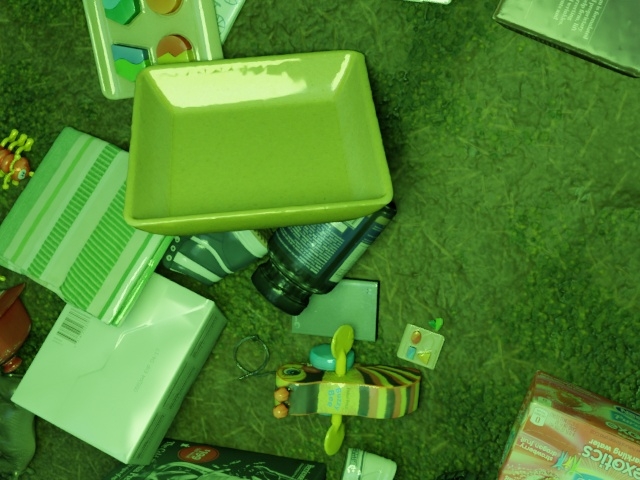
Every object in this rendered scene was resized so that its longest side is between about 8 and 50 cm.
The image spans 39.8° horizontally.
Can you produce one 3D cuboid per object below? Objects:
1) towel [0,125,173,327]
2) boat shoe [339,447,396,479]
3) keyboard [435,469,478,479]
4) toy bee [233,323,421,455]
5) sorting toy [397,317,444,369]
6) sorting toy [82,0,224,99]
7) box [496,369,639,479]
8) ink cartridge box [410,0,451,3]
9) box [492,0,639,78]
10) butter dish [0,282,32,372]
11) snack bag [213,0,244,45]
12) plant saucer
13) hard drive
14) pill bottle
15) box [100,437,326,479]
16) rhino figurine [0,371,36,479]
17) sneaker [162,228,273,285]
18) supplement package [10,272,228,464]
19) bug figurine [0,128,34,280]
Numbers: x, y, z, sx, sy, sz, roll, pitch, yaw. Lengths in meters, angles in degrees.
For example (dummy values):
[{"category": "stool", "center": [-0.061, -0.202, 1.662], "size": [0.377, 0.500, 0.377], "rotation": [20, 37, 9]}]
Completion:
[{"category": "towel", "center": [-0.348, -0.028, 1.334], "size": [0.324, 0.038, 0.248], "rotation": [23, 79, 36]}, {"category": "boat shoe", "center": [0.060, 0.436, 1.373], "size": [0.088, 0.096, 0.268], "rotation": [12, 113, 2]}, {"category": "keyboard", "center": [0.111, 0.470, 1.284], "size": [0.033, 0.317, 0.201], "rotation": [40, 147, 0]}, {"category": "toy bee", "center": [-0.004, 0.234, 1.329], "size": [0.298, 0.162, 0.195], "rotation": [-14, 99, 18]}, {"category": "sorting toy", "center": [0.156, 0.150, 1.346], "size": [0.062, 0.012, 0.083], "rotation": [20, 105, 11]}, {"category": "sorting toy", "center": [-0.256, -0.317, 1.328], "size": [0.208, 0.038, 0.193], "rotation": [-5, 104, 19]}, {"category": "box", "center": [0.414, 0.324, 1.238], "size": [0.299, 0.142, 0.154], "rotation": [21, 105, 11]}, {"category": "ink cartridge box", "center": [0.105, -0.390, 1.235], "size": [0.181, 0.061, 0.104], "rotation": [12, 103, 14]}, {"category": "box", "center": [0.348, -0.319, 1.125], "size": [0.203, 0.167, 0.169], "rotation": [25, 105, 10]}, {"category": "butter dish", "center": [-0.549, 0.172, 1.485], "size": [0.160, 0.160, 0.118], "rotation": [-30, 109, 19]}, {"category": "snack bag", "center": [-0.211, -0.481, 1.321], "size": [0.323, 0.037, 0.343], "rotation": [36, 107, 7]}, {"category": "plant saucer", "center": [-0.087, -0.124, 1.206], "size": [0.332, 0.333, 0.081], "rotation": [-5, 135, -2]}, {"category": "hard drive", "center": [0.023, 0.103, 1.369], "size": [0.135, 0.022, 0.094], "rotation": [5, 101, 15]}, {"category": "pill bottle", "center": [0.000, 0.000, 1.295], "size": [0.123, 0.123, 0.219], "rotation": [41, 102, 5]}, {"category": "box", "center": [-0.184, 0.454, 1.324], "size": [0.312, 0.343, 0.179], "rotation": [6, 101, 14]}, {"category": "rhino figurine", "center": [-0.542, 0.335, 1.543], "size": [0.106, 0.073, 0.243], "rotation": [10, 104, 17]}, {"category": "sneaker", "center": [-0.209, -0.060, 1.365], "size": [0.153, 0.099, 0.282], "rotation": [-36, 92, 17]}, {"category": "supplement package", "center": [-0.300, 0.179, 1.356], "size": [0.204, 0.145, 0.262], "rotation": [26, 77, 10]}, {"category": "bug figurine", "center": [-0.593, -0.067, 1.484], "size": [0.216, 0.072, 0.279], "rotation": [26, 106, 10]}]
